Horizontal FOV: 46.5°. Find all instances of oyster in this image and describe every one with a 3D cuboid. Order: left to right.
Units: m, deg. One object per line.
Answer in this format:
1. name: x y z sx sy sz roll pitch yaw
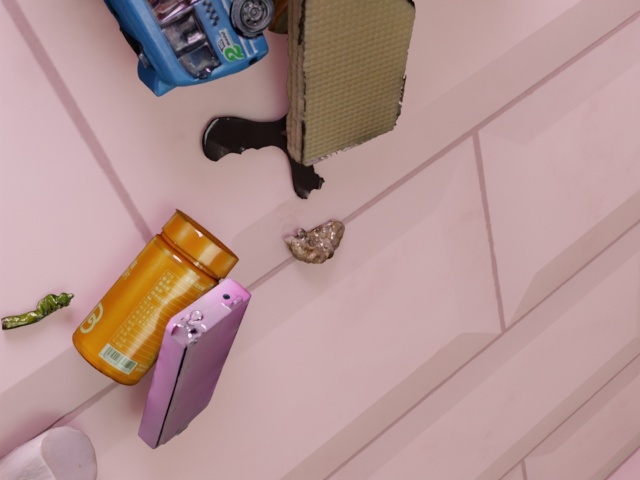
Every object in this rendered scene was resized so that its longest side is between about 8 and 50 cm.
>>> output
1. oyster: 0.000 0.000 1.014 0.083 0.038 0.080 -43 134 -6

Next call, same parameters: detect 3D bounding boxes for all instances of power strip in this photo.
1. power strip: -0.157 0.157 0.907 0.109 0.037 0.278 -38 161 -42

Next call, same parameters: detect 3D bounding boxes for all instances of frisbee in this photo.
1. frisbee: -0.040 -0.121 0.920 0.211 0.012 0.187 -34 135 -18

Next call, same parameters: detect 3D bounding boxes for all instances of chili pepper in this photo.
1. chili pepper: -0.311 0.079 0.822 0.083 0.022 0.027 -25 132 -20

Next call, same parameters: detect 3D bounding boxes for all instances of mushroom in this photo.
1. mushroom: -0.374 0.314 0.887 0.225 0.093 0.116 -33 120 -5

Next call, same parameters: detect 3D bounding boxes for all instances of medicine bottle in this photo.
1. medicine bottle: -0.189 0.066 0.859 0.192 0.096 0.096 -51 137 0

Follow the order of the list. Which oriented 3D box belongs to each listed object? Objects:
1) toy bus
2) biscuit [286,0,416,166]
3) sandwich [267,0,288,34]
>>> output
1. toy bus: -0.147 -0.257 0.667 0.134 0.113 0.246 -35 133 -11
2. biscuit: 0.030 -0.202 0.836 0.150 0.052 0.252 -27 149 -20
3. sandwich: -0.007 -0.318 0.812 0.079 0.113 0.163 -6 155 -38
